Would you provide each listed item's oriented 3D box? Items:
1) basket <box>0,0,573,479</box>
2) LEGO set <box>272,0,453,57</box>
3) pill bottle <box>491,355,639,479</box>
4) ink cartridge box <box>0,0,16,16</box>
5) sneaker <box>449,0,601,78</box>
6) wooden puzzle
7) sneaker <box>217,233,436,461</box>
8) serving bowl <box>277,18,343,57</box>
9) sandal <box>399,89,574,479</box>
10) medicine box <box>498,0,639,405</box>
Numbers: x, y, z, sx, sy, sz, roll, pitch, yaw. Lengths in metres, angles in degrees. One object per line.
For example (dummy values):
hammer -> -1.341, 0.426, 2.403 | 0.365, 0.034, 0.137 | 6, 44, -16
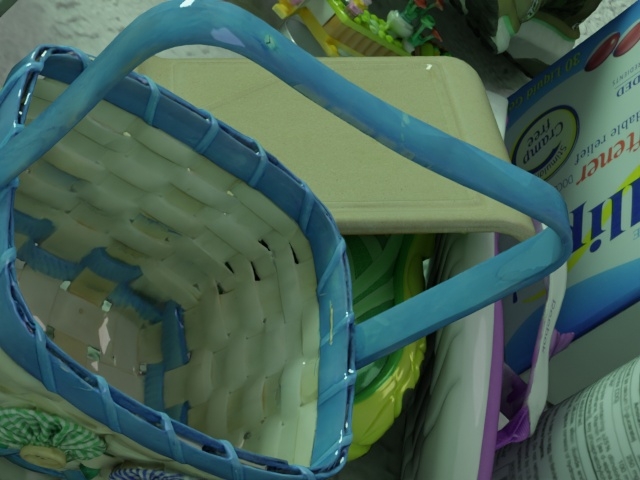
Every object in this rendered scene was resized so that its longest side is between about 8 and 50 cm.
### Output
basket -> -0.057, 0.012, 0.884 | 0.255, 0.289, 0.201 | 27, 42, -34
LEGO set -> 0.022, -0.207, 1.333 | 0.287, 0.107, 0.132 | 39, 19, -21
pill bottle -> 0.229, 0.145, 1.133 | 0.160, 0.283, 0.160 | 32, 39, -31
ink cartridge box -> -0.235, -0.187, 0.993 | 0.176, 0.127, 0.128 | 48, 32, -11
sneaker -> 0.170, -0.249, 1.429 | 0.158, 0.182, 0.410 | 51, 11, 8
wooden puzzle -> -0.002, -0.055, 1.116 | 0.238, 0.044, 0.221 | 3, 30, -7
sneaker -> 0.000, 0.000, 1.133 | 0.123, 0.109, 0.295 | 30, 33, -22
serving bowl -> -0.004, -0.120, 1.309 | 0.083, 0.027, 0.083 | 41, 18, -16
sandal -> 0.118, 0.034, 1.186 | 0.102, 0.169, 0.416 | 9, 41, 0
medicine box -> 0.273, -0.035, 1.372 | 0.149, 0.263, 0.289 | 33, 38, -29
